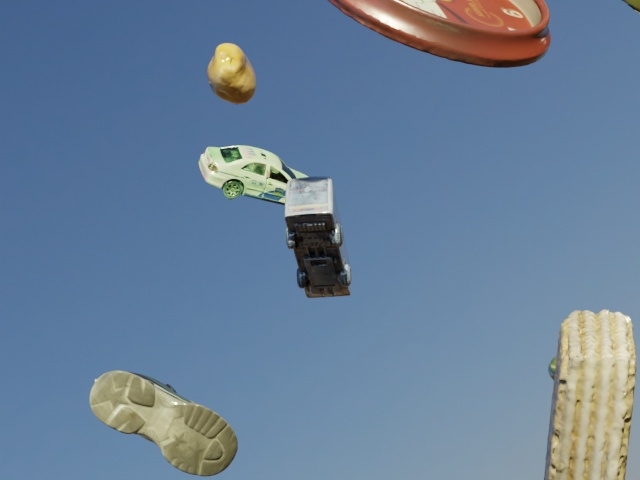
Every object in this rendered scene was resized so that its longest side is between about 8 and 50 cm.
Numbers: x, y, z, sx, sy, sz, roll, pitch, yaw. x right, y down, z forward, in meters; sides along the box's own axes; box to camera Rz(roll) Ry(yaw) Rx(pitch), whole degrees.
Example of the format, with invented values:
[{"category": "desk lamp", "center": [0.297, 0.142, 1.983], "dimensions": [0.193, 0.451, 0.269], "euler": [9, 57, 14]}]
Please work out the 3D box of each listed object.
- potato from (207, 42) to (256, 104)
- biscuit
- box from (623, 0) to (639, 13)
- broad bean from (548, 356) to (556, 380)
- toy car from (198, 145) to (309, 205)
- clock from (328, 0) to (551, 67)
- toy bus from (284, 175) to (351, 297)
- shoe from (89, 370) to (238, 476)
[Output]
[{"category": "potato", "center": [-0.107, -0.202, 1.672], "dimensions": [0.062, 0.068, 0.083], "euler": [-28, -22, -18]}, {"category": "biscuit", "center": [0.261, 0.289, 1.413], "dimensions": [0.078, 0.426, 0.144], "euler": [5, 19, 9]}, {"category": "box", "center": [0.652, -0.417, 1.949], "dimensions": [0.138, 0.420, 0.373], "euler": [-30, -29, -45]}, {"category": "broad bean", "center": [0.409, 0.225, 2.171], "dimensions": [0.048, 0.070, 0.213], "euler": [-51, -38, 3]}, {"category": "toy car", "center": [-0.093, -0.108, 2.356], "dimensions": [0.224, 0.090, 0.076], "euler": [13, -66, -22]}, {"category": "clock", "center": [0.133, -0.295, 1.714], "dimensions": [0.318, 0.318, 0.080], "euler": [-12, -46, -42]}, {"category": "toy bus", "center": [0.000, 0.000, 1.596], "dimensions": [0.064, 0.075, 0.190], "euler": [-2, -34, 7]}, {"category": "shoe", "center": [-0.167, 0.185, 1.481], "dimensions": [0.071, 0.169, 0.099], "euler": [-60, 11, 0]}]
